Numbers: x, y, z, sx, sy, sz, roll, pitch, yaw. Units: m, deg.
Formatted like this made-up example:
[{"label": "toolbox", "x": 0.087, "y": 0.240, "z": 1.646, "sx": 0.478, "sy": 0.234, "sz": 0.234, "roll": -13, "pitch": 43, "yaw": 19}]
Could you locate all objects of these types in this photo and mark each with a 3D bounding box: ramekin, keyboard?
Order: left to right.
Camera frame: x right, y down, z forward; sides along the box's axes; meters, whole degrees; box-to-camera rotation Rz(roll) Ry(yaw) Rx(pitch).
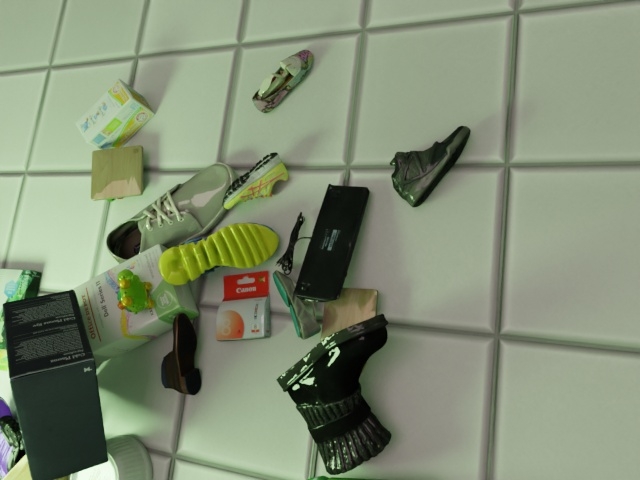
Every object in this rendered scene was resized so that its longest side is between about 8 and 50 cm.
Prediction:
[{"label": "ramekin", "x": -0.562, "y": 0.629, "z": 1.473, "sx": 0.207, "sy": 0.109, "sz": 0.207, "roll": -6, "pitch": 75, "yaw": 21}, {"label": "keyboard", "x": 0.000, "y": 0.000, "z": 1.401, "sx": 0.201, "sy": 0.033, "sz": 0.317, "roll": 7, "pitch": 68, "yaw": 28}]

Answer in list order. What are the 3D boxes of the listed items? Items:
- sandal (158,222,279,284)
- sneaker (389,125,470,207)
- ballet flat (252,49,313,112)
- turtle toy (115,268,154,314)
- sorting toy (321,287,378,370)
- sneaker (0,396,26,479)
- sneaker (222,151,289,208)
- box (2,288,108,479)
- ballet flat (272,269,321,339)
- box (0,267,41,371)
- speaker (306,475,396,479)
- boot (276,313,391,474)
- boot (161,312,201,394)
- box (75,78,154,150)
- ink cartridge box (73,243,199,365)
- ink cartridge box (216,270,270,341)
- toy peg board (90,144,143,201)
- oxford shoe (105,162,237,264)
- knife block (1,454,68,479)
[{"label": "sandal", "x": -0.267, "y": 0.025, "z": 1.487, "sx": 0.317, "sy": 0.138, "sz": 0.126, "roll": -12, "pitch": 96, "yaw": 0}, {"label": "sneaker", "x": 0.255, "y": -0.204, "z": 1.342, "sx": 0.130, "sy": 0.087, "sz": 0.227, "roll": 43, "pitch": 101, "yaw": 19}, {"label": "ballet flat", "x": -0.109, "y": -0.457, "z": 1.559, "sx": 0.221, "sy": 0.079, "sz": 0.077, "roll": -47, "pitch": 64, "yaw": 6}, {"label": "turtle toy", "x": -0.491, "y": 0.132, "z": 1.437, "sx": 0.066, "sy": 0.095, "sz": 0.130, "roll": -27, "pitch": 66, "yaw": 26}, {"label": "sorting toy", "x": 0.075, "y": 0.193, "z": 1.344, "sx": 0.132, "sy": 0.046, "sz": 0.275, "roll": 1, "pitch": 77, "yaw": 23}, {"label": "sneaker", "x": -0.905, "y": 0.584, "z": 1.639, "sx": 0.146, "sy": 0.102, "sz": 0.293, "roll": -26, "pitch": 74, "yaw": 12}, {"label": "sneaker", "x": -0.174, "y": -0.142, "z": 1.505, "sx": 0.208, "sy": 0.094, "sz": 0.081, "roll": -36, "pitch": 27, "yaw": 8}, {"label": "box", "x": -0.669, "y": 0.358, "z": 1.398, "sx": 0.312, "sy": 0.178, "sz": 0.343, "roll": 41, "pitch": 134, "yaw": 49}, {"label": "ballet flat", "x": -0.057, "y": 0.155, "z": 1.399, "sx": 0.068, "sy": 0.072, "sz": 0.213, "roll": -18, "pitch": 52, "yaw": -14}, {"label": "box", "x": -1.032, "y": 0.251, "z": 1.789, "sx": 0.232, "sy": 0.058, "sz": 0.322, "roll": 0, "pitch": 78, "yaw": 23}, {"label": "speaker", "x": 0.106, "y": 0.578, "z": 1.194, "sx": 0.296, "sy": 0.131, "sz": 0.131, "roll": -7, "pitch": 75, "yaw": 21}, {"label": "boot", "x": 0.077, "y": 0.337, "z": 1.212, "sx": 0.348, "sy": 0.131, "sz": 0.260, "roll": -45, "pitch": 71, "yaw": 37}, {"label": "boot", "x": -0.389, "y": 0.303, "z": 1.478, "sx": 0.106, "sy": 0.082, "sz": 0.219, "roll": -5, "pitch": 93, "yaw": 29}, {"label": "box", "x": -0.646, "y": -0.386, "z": 1.747, "sx": 0.203, "sy": 0.114, "sz": 0.103, "roll": -42, "pitch": 64, "yaw": 8}, {"label": "ink cartridge box", "x": -0.542, "y": 0.186, "z": 1.539, "sx": 0.353, "sy": 0.119, "sz": 0.207, "roll": -28, "pitch": 68, "yaw": 5}, {"label": "ink cartridge box", "x": -0.205, "y": 0.173, "z": 1.469, "sx": 0.145, "sy": 0.045, "sz": 0.179, "roll": -8, "pitch": 77, "yaw": 20}, {"label": "toy peg board", "x": -0.617, "y": -0.199, "z": 1.724, "sx": 0.160, "sy": 0.079, "sz": 0.161, "roll": -6, "pitch": 75, "yaw": 5}, {"label": "oxford shoe", "x": -0.427, "y": -0.066, "z": 1.574, "sx": 0.449, "sy": 0.130, "sz": 0.169, "roll": -34, "pitch": 65, "yaw": 10}, {"label": "knife block", "x": -0.781, "y": 0.604, "z": 1.532, "sx": 0.275, "sy": 0.088, "sz": 0.242, "roll": -2, "pitch": 88, "yaw": -4}]
